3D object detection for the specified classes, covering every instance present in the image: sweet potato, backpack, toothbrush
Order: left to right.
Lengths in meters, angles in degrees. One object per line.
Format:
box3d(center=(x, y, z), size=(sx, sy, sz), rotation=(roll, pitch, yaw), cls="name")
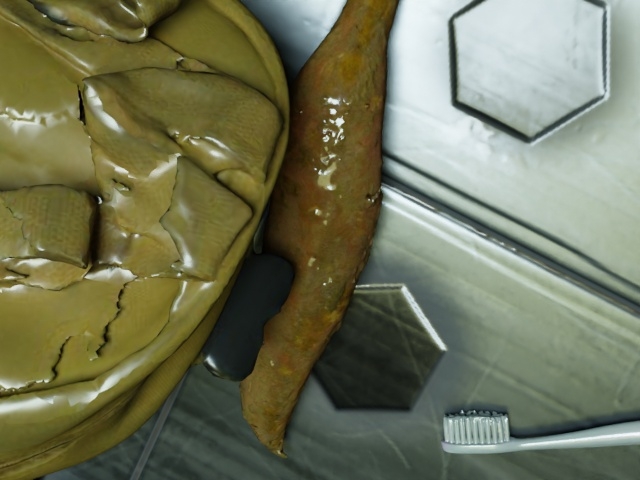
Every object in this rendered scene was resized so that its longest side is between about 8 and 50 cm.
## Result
box3d(center=(-0.205, -0.031, 0.454), size=(0.378, 0.201, 0.353), rotation=(21, 69, 10), cls="backpack")
box3d(center=(0.000, 0.000, 0.529), size=(0.072, 0.066, 0.314), rotation=(28, 116, 44), cls="sweet potato")
box3d(center=(0.215, 0.113, 0.535), size=(0.286, 0.020, 0.025), rotation=(-4, 98, 14), cls="toothbrush")
